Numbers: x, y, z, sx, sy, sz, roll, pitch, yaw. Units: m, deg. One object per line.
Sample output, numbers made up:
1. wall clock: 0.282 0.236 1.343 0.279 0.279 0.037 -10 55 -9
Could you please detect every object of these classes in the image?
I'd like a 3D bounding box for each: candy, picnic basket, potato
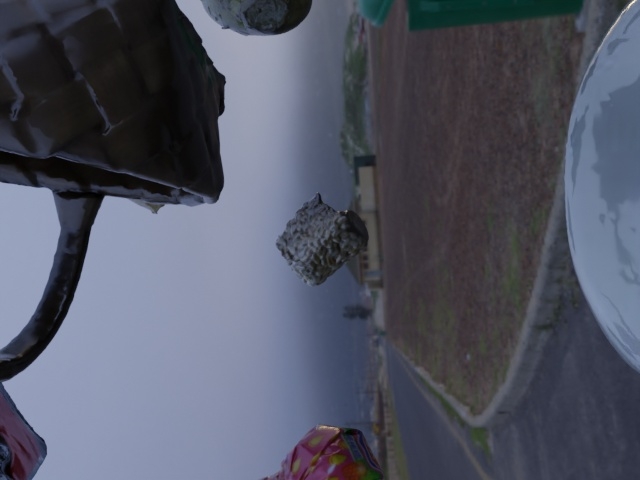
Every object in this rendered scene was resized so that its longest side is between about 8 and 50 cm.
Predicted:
1. candy: -0.097 0.327 0.899 0.124 0.366 0.124 167 90 -68
2. picnic basket: -0.249 -0.037 0.574 0.293 0.337 0.337 45 -139 -83
3. potato: -0.105 -0.395 1.157 0.251 0.149 0.113 34 151 52
4. candy: 0.000 0.000 0.930 0.085 0.110 0.095 45 174 -37

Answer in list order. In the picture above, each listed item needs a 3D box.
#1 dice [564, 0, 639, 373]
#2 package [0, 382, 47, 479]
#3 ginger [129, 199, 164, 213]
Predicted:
1. dice: 0.371 -0.044 0.510 0.304 0.277 0.304 -174 82 -64
2. package: -0.450 0.277 0.893 0.269 0.194 0.071 -51 -14 8
3. ginger: -0.341 -0.173 0.985 0.348 0.363 0.122 -114 40 -64
